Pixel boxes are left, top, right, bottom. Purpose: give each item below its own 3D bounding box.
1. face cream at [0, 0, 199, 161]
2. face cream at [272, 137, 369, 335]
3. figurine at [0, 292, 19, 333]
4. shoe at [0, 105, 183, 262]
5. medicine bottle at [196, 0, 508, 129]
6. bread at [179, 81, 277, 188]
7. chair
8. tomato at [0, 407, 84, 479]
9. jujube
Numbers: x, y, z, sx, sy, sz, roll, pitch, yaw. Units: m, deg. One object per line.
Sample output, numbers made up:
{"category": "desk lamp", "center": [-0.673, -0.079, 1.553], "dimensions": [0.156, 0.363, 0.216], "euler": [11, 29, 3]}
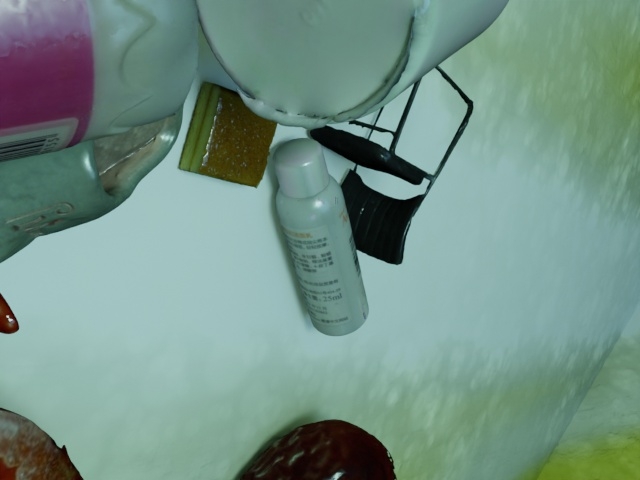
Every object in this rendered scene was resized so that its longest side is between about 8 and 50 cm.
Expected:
{"category": "face cream", "center": [-0.195, -0.135, 0.413], "dimensions": [0.194, 0.175, 0.175], "euler": [-20, 122, -35]}
{"category": "face cream", "center": [0.000, 0.000, 0.844], "dimensions": [0.082, 0.082, 0.269], "euler": [-45, 139, -31]}
{"category": "figurine", "center": [-0.274, 0.063, 0.525], "dimensions": [0.071, 0.083, 0.067], "euler": [-30, 87, -31]}
{"category": "shoe", "center": [-0.194, -0.049, 0.533], "dimensions": [0.251, 0.100, 0.103], "euler": [-41, 142, -23]}
{"category": "medicine bottle", "center": [0.066, -0.261, 0.655], "dimensions": [0.378, 0.213, 0.214], "euler": [-43, 138, -49]}
{"category": "bread", "center": [-0.090, -0.104, 0.713], "dimensions": [0.094, 0.035, 0.090], "euler": [10, 97, -54]}
{"category": "chair", "center": [0.062, -0.097, 0.837], "dimensions": [0.145, 0.140, 0.221], "euler": [19, 94, -55]}
{"category": "tomato", "center": [-0.316, 0.256, 0.470], "dimensions": [0.338, 0.143, 0.339], "euler": [9, 90, -69]}
{"category": "jujube", "center": [-0.013, 0.342, 0.914], "dimensions": [0.243, 0.183, 0.183], "euler": [-33, 131, -31]}
